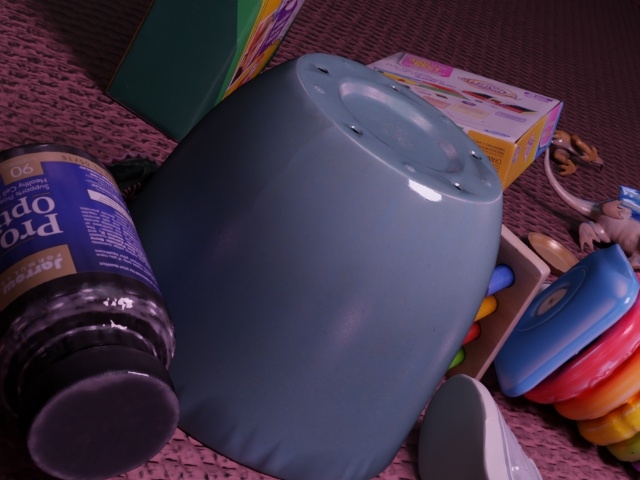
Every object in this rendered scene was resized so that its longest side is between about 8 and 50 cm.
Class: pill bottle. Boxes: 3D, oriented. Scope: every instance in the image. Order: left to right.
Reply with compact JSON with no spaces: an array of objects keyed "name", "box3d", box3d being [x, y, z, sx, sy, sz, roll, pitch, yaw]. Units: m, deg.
[{"name":"pill bottle","box3d":[-0.165,0.044,0.818,0.123,0.123,0.219,16,30,-36]}]

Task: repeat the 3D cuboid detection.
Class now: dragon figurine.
[{"name":"dragon figurine","box3d":[0.418,-0.019,1.714,0.289,0.085,0.144,36,23,14]}]

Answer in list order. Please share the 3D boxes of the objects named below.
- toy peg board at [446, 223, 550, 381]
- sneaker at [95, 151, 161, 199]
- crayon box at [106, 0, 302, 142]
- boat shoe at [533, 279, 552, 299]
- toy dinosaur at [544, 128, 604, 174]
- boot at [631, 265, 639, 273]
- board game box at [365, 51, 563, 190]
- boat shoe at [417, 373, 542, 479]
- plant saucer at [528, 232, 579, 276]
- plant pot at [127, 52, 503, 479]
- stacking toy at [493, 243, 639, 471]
[{"name":"toy peg board","box3d":[0.092,0.040,1.127,0.079,0.160,0.161,-22,58,-44]},{"name":"sneaker","box3d":[-0.178,-0.044,1.069,0.119,0.047,0.057,-1,48,-42]},{"name":"crayon box","box3d":[-0.062,-0.301,1.355,0.106,0.313,0.363,33,24,-2]},{"name":"boat shoe","box3d":[0.177,0.053,1.300,0.070,0.078,0.219,49,20,27]},{"name":"toy dinosaur","box3d":[0.389,-0.142,1.939,0.211,0.064,0.112,23,25,-24]},{"name":"boot","box3d":[0.414,0.124,1.450,0.248,0.090,0.207,30,32,24]},{"name":"board game box","box3d":[0.156,-0.156,1.577,0.242,0.064,0.316,20,21,15]},{"name":"boat shoe","box3d":[0.137,0.203,0.977,0.081,0.079,0.227,31,27,-30]},{"name":"plant saucer","box3d":[0.289,0.022,1.563,0.083,0.015,0.083,28,24,-14]},{"name":"plant pot","box3d":[0.000,0.000,0.972,0.293,0.235,0.293,27,25,-14]},{"name":"stacking toy","box3d":[0.319,0.165,1.213,0.302,0.166,0.175,48,14,-6]}]
